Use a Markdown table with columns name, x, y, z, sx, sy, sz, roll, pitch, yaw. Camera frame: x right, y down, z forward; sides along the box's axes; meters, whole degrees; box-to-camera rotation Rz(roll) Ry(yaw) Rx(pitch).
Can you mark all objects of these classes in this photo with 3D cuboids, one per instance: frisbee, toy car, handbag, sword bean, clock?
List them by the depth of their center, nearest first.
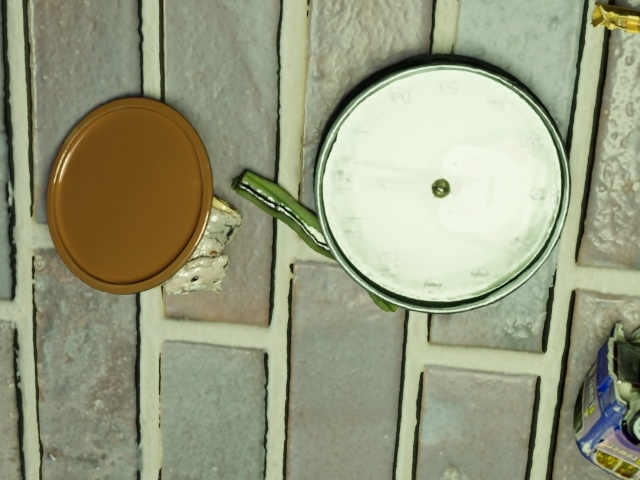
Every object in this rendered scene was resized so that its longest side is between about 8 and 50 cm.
| name | x | y | z | sx | sy | sz | roll | pitch | yaw |
| --- | --- | --- | --- | --- | --- | --- | --- | --- | --- |
| handbag | 0.355 | -0.253 | 1.256 | 0.083 | 0.061 | 0.027 | 11 | 107 | 6 |
| clock | 0.145 | -0.065 | 1.331 | 0.319 | 0.066 | 0.319 | 1 | 103 | 5 |
| toy car | 0.430 | 0.227 | 1.358 | 0.235 | 0.172 | 0.158 | 27 | 126 | -3 |
| frisbee | -0.242 | -0.056 | 1.376 | 0.250 | 0.021 | 0.251 | -3 | 82 | 25 |
| sword bean | 0.001 | 0.000 | 1.405 | 0.269 | 0.038 | 0.043 | 39 | 104 | -7 |

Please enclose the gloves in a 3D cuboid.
| name | x | y | z | sx | sy | sz | roll | pitch | yaw |
| --- | --- | --- | --- | --- | --- | --- | --- | --- | --- |
| gloves | -0.159 | 0.011 | 1.401 | 0.094 | 0.110 | 0.144 | 39 | 120 | 41 |
